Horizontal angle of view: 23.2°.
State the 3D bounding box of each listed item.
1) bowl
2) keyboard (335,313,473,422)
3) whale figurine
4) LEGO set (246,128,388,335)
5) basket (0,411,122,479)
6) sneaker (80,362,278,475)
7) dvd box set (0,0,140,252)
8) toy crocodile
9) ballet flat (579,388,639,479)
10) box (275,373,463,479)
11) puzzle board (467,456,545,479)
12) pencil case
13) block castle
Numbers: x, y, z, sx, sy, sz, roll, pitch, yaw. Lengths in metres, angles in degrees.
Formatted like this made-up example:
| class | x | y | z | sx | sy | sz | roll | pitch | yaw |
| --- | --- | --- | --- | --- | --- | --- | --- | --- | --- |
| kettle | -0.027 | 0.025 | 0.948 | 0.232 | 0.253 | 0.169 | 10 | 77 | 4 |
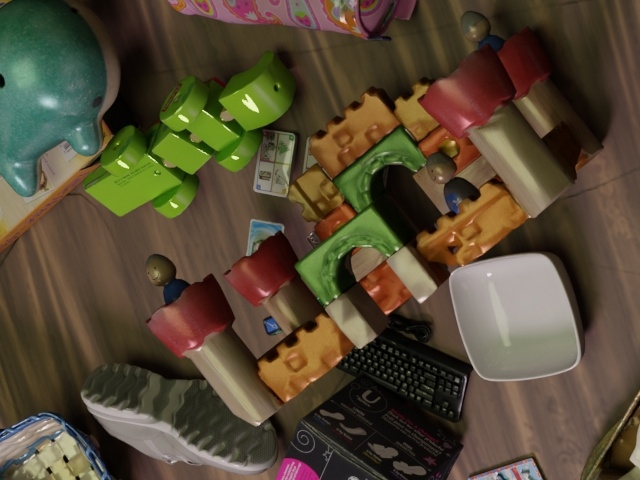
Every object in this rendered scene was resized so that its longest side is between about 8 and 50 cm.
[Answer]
| class | x | y | z | sx | sy | sz | roll | pitch | yaw |
| --- | --- | --- | --- | --- | --- | --- | --- | --- | --- |
| bowl | 0.224 | 0.080 | 1.725 | 0.142 | 0.053 | 0.142 | -12 | 98 | 36 |
| keyboard | 0.095 | 0.139 | 1.849 | 0.180 | 0.023 | 0.108 | 23 | 117 | 25 |
| whale figurine | -0.358 | -0.170 | 1.891 | 0.216 | 0.141 | 0.272 | 43 | 125 | 14 |
| LEGO set | 0.000 | 0.000 | 1.851 | 0.182 | 0.060 | 0.244 | 10 | 95 | 31 |
| basket | -0.372 | 0.348 | 2.059 | 0.201 | 0.289 | 0.255 | -35 | 85 | 7 |
| sneaker | -0.173 | 0.242 | 2.033 | 0.281 | 0.105 | 0.115 | 19 | 145 | 25 |
| dvd box set | -0.455 | -0.163 | 2.085 | 0.420 | 0.062 | 0.308 | -37 | 84 | 36 |
| toy crocodile | -0.166 | -0.123 | 1.887 | 0.115 | 0.105 | 0.340 | 36 | 136 | -24 |
| ballet flat | 0.347 | 0.237 | 1.658 | 0.123 | 0.123 | 0.349 | 35 | 122 | 19 |
| box | 0.038 | 0.315 | 1.865 | 0.163 | 0.142 | 0.247 | 34 | 125 | 18 |
| puzzle board | 0.236 | 0.324 | 1.823 | 0.096 | 0.011 | 0.128 | -26 | 90 | 36 |
| pencil case | -0.039 | -0.293 | 1.738 | 0.284 | 0.124 | 0.124 | 12 | 112 | 29 |
| block castle | 0.052 | -0.035 | 1.612 | 0.453 | 0.303 | 0.213 | -39 | 88 | 22 |
